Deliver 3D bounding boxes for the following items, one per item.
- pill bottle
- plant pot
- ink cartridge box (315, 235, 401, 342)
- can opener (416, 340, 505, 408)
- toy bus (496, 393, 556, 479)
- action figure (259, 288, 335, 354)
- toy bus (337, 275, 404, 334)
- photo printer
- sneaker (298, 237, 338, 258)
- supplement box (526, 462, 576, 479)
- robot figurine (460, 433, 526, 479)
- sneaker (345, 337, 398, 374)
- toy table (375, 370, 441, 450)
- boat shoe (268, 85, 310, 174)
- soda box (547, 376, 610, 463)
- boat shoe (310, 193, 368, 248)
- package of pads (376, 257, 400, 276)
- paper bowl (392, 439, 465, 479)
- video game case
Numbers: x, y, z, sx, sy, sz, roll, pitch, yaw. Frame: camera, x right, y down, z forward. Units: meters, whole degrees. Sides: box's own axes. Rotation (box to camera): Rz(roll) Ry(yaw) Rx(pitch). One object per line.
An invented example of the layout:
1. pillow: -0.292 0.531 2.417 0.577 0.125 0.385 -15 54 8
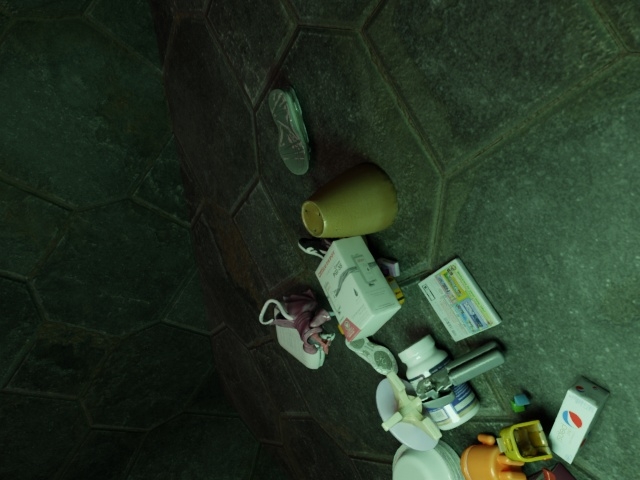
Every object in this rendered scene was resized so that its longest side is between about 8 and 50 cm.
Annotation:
1. pill bottle: 0.370 0.445 1.395 0.264 0.153 0.153 58 146 14
2. plant pot: 0.073 -0.107 1.398 0.237 0.255 0.236 32 132 43
3. ink cartridge box: 0.112 0.157 1.439 0.282 0.117 0.207 63 147 26
4. can opener: 0.408 0.397 1.270 0.284 0.076 0.095 -34 107 19
5. toy bus: 0.535 0.543 1.180 0.191 0.105 0.202 -97 -4 -73
6. action figure: -0.059 0.335 1.825 0.370 0.276 0.247 42 114 61
7. toy bus: 0.167 0.248 1.610 0.130 0.108 0.333 62 147 9
8. photo printer: -0.094 0.459 2.117 0.308 0.107 0.255 24 128 46
9. sneaker: 0.000 0.000 1.742 0.217 0.079 0.121 26 126 36
10. supplement box: 0.641 0.719 1.235 0.104 0.081 0.188 50 144 26
11. robot figurine: 0.524 0.697 1.352 0.158 0.128 0.219 59 146 8
12. sneaker: 0.207 0.444 1.713 0.232 0.090 0.115 37 169 22
13. toy table: 0.312 0.583 1.513 0.274 0.252 0.160 40 156 21
14. boat shoe: -0.099 -0.406 1.627 0.118 0.103 0.320 -3 113 36
15. soda box: 0.635 0.448 1.087 0.069 0.074 0.215 33 134 42
16. boat shoe: 0.065 -0.061 1.588 0.285 0.089 0.104 55 145 18
17. package of pads: 0.231 0.091 1.493 0.083 0.032 0.050 14 119 51
18. paper bowl: 0.373 0.862 1.562 0.284 0.148 0.283 -14 72 52
19. video game case: 0.407 0.180 1.302 0.212 0.023 0.193 59 147 14
